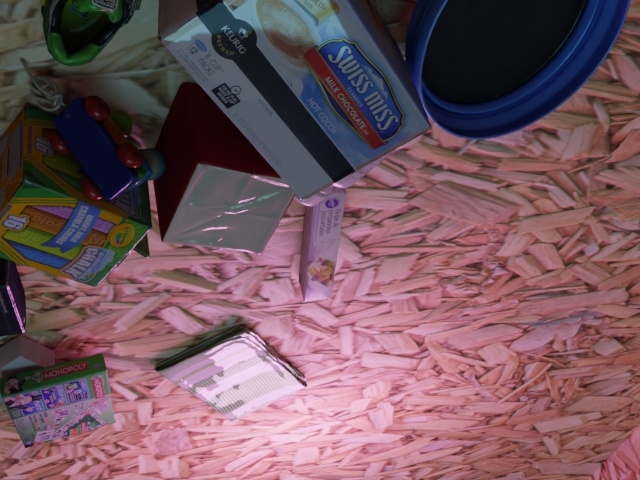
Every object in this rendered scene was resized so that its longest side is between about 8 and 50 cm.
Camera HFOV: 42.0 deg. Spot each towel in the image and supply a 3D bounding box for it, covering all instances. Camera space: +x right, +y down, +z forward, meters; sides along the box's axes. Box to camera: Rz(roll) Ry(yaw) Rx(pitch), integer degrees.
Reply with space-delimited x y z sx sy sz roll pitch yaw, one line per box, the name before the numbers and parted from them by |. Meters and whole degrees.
towel | -0.202 0.328 2.007 0.248 0.038 0.325 -27 140 13

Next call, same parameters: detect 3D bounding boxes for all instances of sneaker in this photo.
sneaker | -0.259 -0.367 1.090 0.134 0.146 0.343 15 130 -33

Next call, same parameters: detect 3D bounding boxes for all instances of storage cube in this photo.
storage cube | -0.162 -0.116 1.381 0.184 0.193 0.215 8 135 -27

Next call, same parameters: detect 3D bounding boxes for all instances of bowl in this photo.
bowl | 0.309 -0.339 1.324 0.391 0.077 0.391 -19 140 -17

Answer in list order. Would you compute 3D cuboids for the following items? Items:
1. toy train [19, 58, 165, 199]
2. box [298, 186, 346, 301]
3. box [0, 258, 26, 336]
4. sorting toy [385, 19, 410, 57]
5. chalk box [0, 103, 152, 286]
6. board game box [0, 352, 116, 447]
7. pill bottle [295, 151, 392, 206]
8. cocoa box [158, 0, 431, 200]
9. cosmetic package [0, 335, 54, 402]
toy train | -0.350 -0.185 1.303 0.105 0.248 0.143 -36 177 21
box | 0.000 0.000 1.672 0.063 0.067 0.324 -8 139 -12
box | -0.659 0.101 1.525 0.207 0.108 0.153 -7 139 -12
sorting toy | 0.123 -0.317 1.367 0.083 0.044 0.075 -11 151 4
chalk box | -0.397 -0.057 1.379 0.289 0.180 0.179 22 127 -39
board game box | -0.572 0.360 1.845 0.214 0.046 0.317 -13 151 -18
pill bottle | 0.039 -0.166 1.440 0.229 0.131 0.131 -39 136 25
cocoa box | -0.034 -0.277 1.178 0.228 0.231 0.347 -28 132 16
cosmetic package | -0.690 0.292 1.774 0.239 0.060 0.099 -30 139 15
